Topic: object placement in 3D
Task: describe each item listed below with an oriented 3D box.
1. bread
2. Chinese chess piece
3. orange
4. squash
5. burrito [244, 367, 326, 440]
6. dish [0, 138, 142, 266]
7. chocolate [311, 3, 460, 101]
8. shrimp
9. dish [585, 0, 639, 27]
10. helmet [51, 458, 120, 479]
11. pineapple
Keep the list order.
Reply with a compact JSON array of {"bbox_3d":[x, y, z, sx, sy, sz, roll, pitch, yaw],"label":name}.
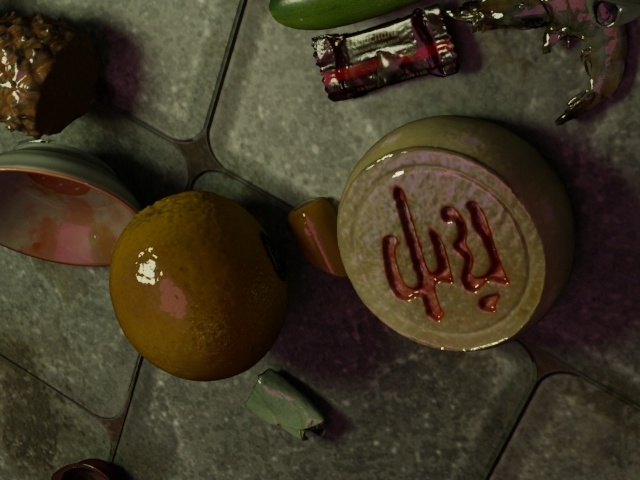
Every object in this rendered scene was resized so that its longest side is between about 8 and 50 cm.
[{"bbox_3d":[0.000,0.001,1.627,0.062,0.049,0.103,-17,103,35],"label":"bread"},{"bbox_3d":[0.150,-0.008,1.498,0.270,0.112,0.270,13,121,23],"label":"Chinese chess piece"},{"bbox_3d":[-0.147,0.057,1.633,0.236,0.236,0.236,13,120,24],"label":"orange"},{"bbox_3d":[0.073,-0.283,1.417,0.292,0.082,0.082,-13,107,33],"label":"squash"},{"bbox_3d":[-0.043,0.222,1.768,0.118,0.044,0.074,32,128,15],"label":"burrito"},{"bbox_3d":[-0.337,-0.060,1.730,0.260,0.085,0.260,7,154,4],"label":"dish"},{"bbox_3d":[0.069,-0.205,1.490,0.182,0.028,0.086,-6,108,40],"label":"chocolate"},{"bbox_3d":[0.226,-0.193,1.409,0.195,0.035,0.148,3,118,27],"label":"shrimp"},{"bbox_3d":[0.287,-0.338,1.232,0.303,0.120,0.303,10,114,23],"label":"dish"},{"bbox_3d":[-0.338,0.354,1.999,0.111,0.057,0.089,-6,114,27],"label":"helmet"},{"bbox_3d":[-0.456,-0.250,1.693,0.364,0.165,0.166,25,124,19],"label":"pineapple"}]
